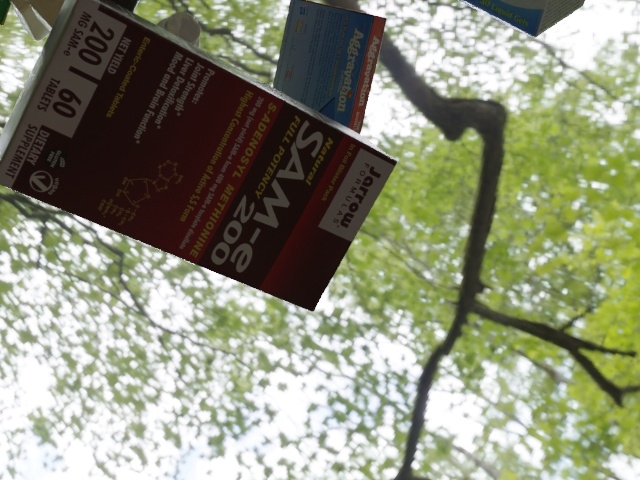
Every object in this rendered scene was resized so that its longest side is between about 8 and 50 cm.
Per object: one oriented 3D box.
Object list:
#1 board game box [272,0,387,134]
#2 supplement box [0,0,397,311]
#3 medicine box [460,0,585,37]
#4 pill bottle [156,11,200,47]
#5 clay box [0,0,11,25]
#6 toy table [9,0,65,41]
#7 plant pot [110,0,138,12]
[{"bbox_3d":[-0.010,-0.144,1.085,0.027,0.145,0.281,-2,-69,-45],"label":"board game box"},{"bbox_3d":[-0.082,-0.057,0.605,0.239,0.073,0.130,24,-79,-26],"label":"supplement box"},{"bbox_3d":[0.284,-0.500,1.315,0.149,0.263,0.289,-37,-30,-33],"label":"medicine box"},{"bbox_3d":[-0.136,-0.173,0.803,0.043,0.083,0.043,8,-109,-25],"label":"pill bottle"},{"bbox_3d":[-0.500,-0.361,1.154,0.127,0.222,0.053,6,-58,-45],"label":"clay box"},{"bbox_3d":[-0.286,-0.335,0.959,0.161,0.274,0.252,-40,-24,-14],"label":"toy table"},{"bbox_3d":[-0.329,-0.403,1.180,0.167,0.187,0.188,-51,-30,2],"label":"plant pot"}]
